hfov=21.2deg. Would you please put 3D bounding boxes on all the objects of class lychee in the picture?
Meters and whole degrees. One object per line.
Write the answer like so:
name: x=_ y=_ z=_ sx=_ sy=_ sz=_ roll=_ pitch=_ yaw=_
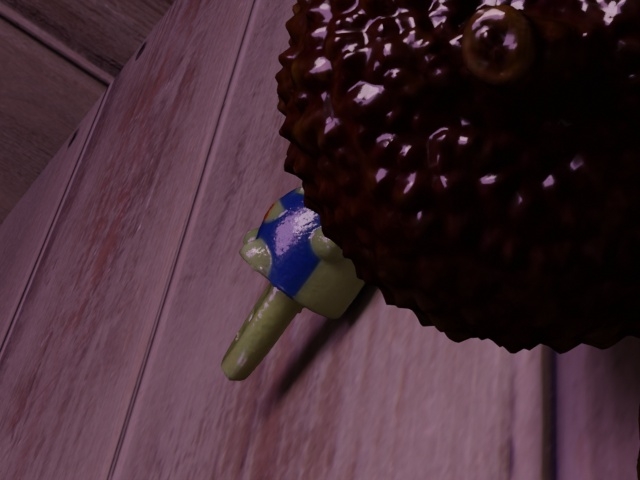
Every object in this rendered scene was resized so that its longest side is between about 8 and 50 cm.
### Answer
lychee: x=0.103 y=-0.066 z=0.753 sx=0.236 sy=0.236 sz=0.271 roll=-53 pitch=-9 yaw=13

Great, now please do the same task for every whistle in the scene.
whistle: x=0.000 y=0.000 z=1.164 sx=0.227 sy=0.085 sz=0.105 roll=-54 pitch=7 yaw=12

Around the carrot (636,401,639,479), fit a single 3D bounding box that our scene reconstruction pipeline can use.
carrot: x=0.143 y=0.103 z=0.580 sx=0.070 sy=0.070 sz=0.260 roll=-48 pitch=16 yaw=30
